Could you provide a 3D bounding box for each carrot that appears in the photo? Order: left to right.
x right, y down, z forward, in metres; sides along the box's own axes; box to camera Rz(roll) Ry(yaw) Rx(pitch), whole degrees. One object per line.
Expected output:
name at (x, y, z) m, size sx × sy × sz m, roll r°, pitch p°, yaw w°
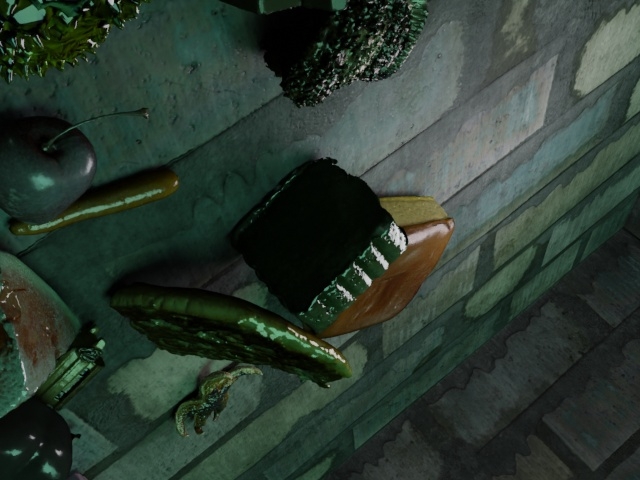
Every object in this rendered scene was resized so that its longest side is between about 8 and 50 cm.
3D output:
carrot at (-0.310, -0.052, 0.942) m, size 0.247 × 0.043 × 0.043 m, roll -22°, pitch 144°, yaw -30°

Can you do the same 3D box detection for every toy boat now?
toy boat at (-0.440, 0.236, 1.108) m, size 0.226 × 0.068 × 0.088 m, roll -45°, pitch 132°, yaw -2°

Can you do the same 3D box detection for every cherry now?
cherry at (-0.314, -0.089, 0.818) m, size 0.188 × 0.115 × 0.148 m, roll -22°, pitch 125°, yaw -43°

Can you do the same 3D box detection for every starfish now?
starfish at (-0.241, 0.356, 1.537) m, size 0.216 × 0.071 × 0.238 m, roll -33°, pitch 160°, yaw -29°

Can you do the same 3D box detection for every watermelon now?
watermelon at (-0.434, 0.158, 0.895) m, size 0.212 × 0.201 × 0.262 m, roll -32°, pitch 154°, yaw -4°

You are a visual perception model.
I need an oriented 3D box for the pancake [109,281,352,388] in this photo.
pancake at (-0.144, 0.171, 1.186) m, size 0.305 × 0.426 × 0.067 m, roll 105°, pitch -3°, yaw -65°

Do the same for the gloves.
gloves at (0.036, -0.291, 0.962) m, size 0.210 × 0.135 × 0.312 m, roll -37°, pitch 179°, yaw 30°

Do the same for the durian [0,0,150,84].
durian at (-0.259, -0.253, 0.554) m, size 0.291 × 0.224 × 0.291 m, roll -37°, pitch 155°, yaw -21°

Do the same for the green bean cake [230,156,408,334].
green bean cake at (0.000, 0.000, 1.190) m, size 0.255 × 0.241 × 0.132 m, roll -46°, pitch 143°, yaw -1°

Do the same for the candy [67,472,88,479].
candy at (-0.504, 0.628, 1.458) m, size 0.115 × 0.155 × 0.265 m, roll -36°, pitch 150°, yaw -20°

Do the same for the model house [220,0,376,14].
model house at (-0.017, -0.394, 0.734) m, size 0.211 × 0.204 × 0.244 m, roll -25°, pitch 129°, yaw -30°

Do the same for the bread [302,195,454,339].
bread at (0.122, 0.056, 1.517) m, size 0.333 × 0.143 × 0.324 m, roll -7°, pitch 135°, yaw -48°

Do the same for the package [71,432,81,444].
package at (-0.566, 0.396, 1.178) m, size 0.204 × 0.062 × 0.251 m, roll -46°, pitch 145°, yaw -4°

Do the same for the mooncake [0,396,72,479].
mooncake at (-0.510, 0.342, 1.028) m, size 0.244 × 0.133 × 0.245 m, roll -10°, pitch 126°, yaw -15°
